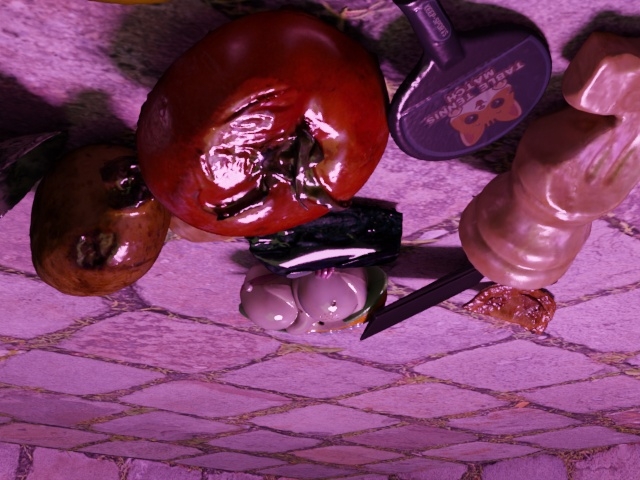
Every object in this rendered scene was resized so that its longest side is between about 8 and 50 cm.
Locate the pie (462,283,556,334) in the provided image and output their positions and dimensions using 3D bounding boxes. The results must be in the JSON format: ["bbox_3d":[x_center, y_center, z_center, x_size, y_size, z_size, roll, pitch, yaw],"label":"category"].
[{"bbox_3d":[0.302,0.096,1.353,0.191,0.033,0.088,22,134,-39],"label":"pie"}]

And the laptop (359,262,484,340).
[{"bbox_3d":[0.145,0.077,1.217,0.197,0.016,0.135,-24,164,-15],"label":"laptop"}]

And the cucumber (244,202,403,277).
[{"bbox_3d":[0.000,0.000,1.065,0.192,0.086,0.115,-4,157,-8],"label":"cucumber"}]

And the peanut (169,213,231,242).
[{"bbox_3d":[-0.074,-0.047,0.937,0.192,0.089,0.089,-9,156,20],"label":"peanut"}]

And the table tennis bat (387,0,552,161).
[{"bbox_3d":[0.111,-0.138,0.732,0.150,0.027,0.236,-31,149,11],"label":"table tennis bat"}]

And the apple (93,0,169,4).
[{"bbox_3d":[-0.096,-0.209,0.435,0.196,0.157,0.196,0,159,0],"label":"apple"}]

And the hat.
[{"bbox_3d":[-0.371,-0.055,0.830,0.128,0.265,0.265,44,145,-8],"label":"hat"}]

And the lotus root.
[{"bbox_3d":[-0.226,-0.022,0.914,0.128,0.145,0.260,-12,169,-35],"label":"lotus root"}]

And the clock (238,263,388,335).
[{"bbox_3d":[-0.015,0.071,1.198,0.230,0.103,0.144,-16,151,30],"label":"clock"}]

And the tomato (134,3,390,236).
[{"bbox_3d":[-0.042,-0.078,0.754,0.227,0.101,0.228,-11,139,-10],"label":"tomato"}]

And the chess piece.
[{"bbox_3d":[0.247,-0.079,0.836,0.137,0.137,0.301,7,144,-17],"label":"chess piece"}]
